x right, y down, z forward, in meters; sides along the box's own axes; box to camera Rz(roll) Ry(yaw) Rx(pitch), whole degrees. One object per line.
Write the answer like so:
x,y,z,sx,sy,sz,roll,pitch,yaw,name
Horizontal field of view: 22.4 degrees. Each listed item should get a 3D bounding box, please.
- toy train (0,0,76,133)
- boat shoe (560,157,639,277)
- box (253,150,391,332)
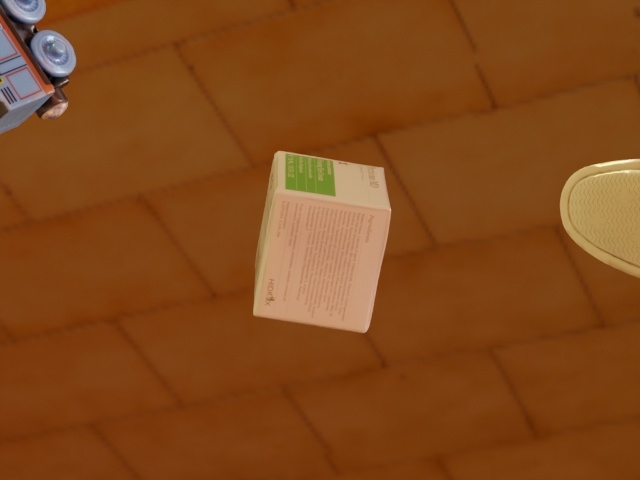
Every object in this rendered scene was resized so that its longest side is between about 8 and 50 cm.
-0.273,-0.170,1.284,0.080,0.105,0.184,-32,90,40,toy train
0.273,-0.008,1.046,0.233,0.084,0.079,7,-175,21,boat shoe
0.000,0.000,1.192,0.087,0.101,0.102,10,110,-5,box
